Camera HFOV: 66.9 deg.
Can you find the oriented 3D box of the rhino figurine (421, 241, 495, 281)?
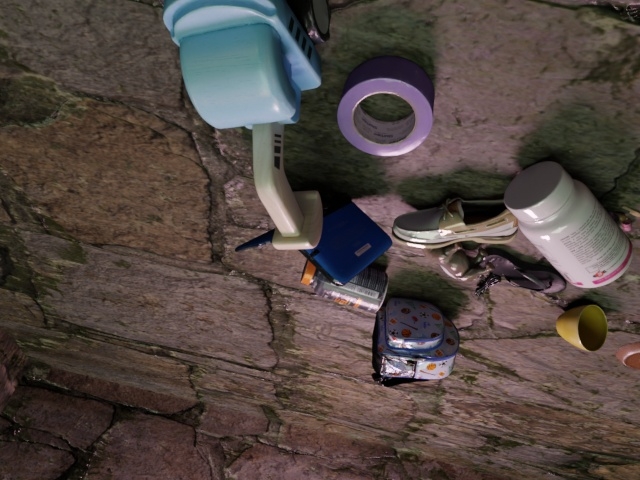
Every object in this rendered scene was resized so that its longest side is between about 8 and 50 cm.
[{"bbox_3d":[0.333,0.026,1.286,0.243,0.073,0.106,35,131,-6],"label":"rhino figurine"}]

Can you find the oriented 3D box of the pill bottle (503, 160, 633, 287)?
[{"bbox_3d":[0.545,-0.034,1.072,0.283,0.160,0.160,39,136,-23],"label":"pill bottle"}]

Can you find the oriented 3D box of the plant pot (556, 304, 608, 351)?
[{"bbox_3d":[0.755,0.252,1.420,0.134,0.134,0.095,32,164,-22],"label":"plant pot"}]

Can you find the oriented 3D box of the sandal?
[{"bbox_3d":[0.552,0.100,1.332,0.255,0.054,0.097,19,142,-7],"label":"sandal"}]

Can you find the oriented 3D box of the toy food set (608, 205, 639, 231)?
[{"bbox_3d":[0.692,-0.032,1.150,0.078,0.019,0.122,22,142,-10],"label":"toy food set"}]

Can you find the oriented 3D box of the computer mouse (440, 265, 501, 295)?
[{"bbox_3d":[0.418,0.098,1.383,0.193,0.042,0.106,26,142,-15],"label":"computer mouse"}]

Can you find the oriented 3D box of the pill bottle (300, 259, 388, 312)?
[{"bbox_3d":[0.067,0.121,1.449,0.246,0.130,0.130,18,142,-5],"label":"pill bottle"}]

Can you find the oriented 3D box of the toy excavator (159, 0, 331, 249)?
[{"bbox_3d":[-0.104,-0.227,0.847,0.223,0.444,0.433,-1,170,18],"label":"toy excavator"}]

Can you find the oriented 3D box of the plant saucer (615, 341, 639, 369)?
[{"bbox_3d":[1.043,0.374,1.548,0.169,0.029,0.168,9,142,7],"label":"plant saucer"}]

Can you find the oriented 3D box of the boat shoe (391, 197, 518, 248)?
[{"bbox_3d":[0.324,-0.054,1.174,0.303,0.113,0.103,-4,139,6],"label":"boat shoe"}]

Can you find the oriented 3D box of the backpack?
[{"bbox_3d":[0.304,0.314,1.540,0.264,0.276,0.213,10,129,0],"label":"backpack"}]

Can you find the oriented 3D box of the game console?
[{"bbox_3d":[-0.008,0.013,1.181,0.250,0.293,0.173,45,126,10],"label":"game console"}]

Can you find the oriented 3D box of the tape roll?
[{"bbox_3d":[0.133,-0.267,0.980,0.189,0.080,0.188,8,141,7],"label":"tape roll"}]
